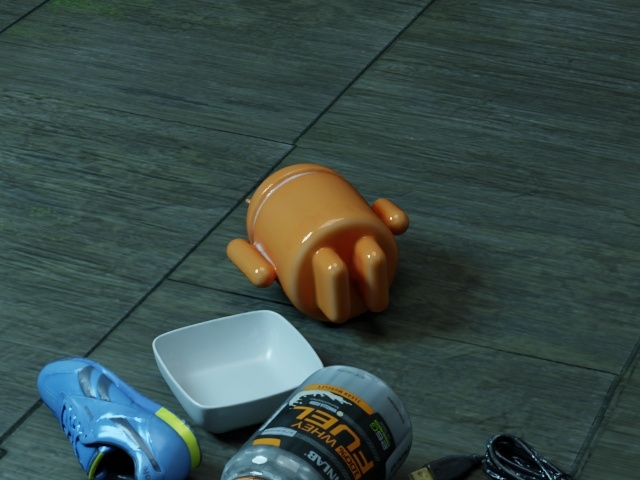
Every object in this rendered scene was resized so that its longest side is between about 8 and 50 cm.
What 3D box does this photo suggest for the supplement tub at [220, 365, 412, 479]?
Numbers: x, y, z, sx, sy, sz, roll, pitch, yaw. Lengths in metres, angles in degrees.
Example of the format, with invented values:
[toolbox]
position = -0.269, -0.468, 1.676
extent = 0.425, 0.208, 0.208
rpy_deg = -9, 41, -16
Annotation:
[supplement tub]
position = -0.009, 0.199, 1.635
extent = 0.117, 0.117, 0.190
rpy_deg = 14, 33, 24

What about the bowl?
[bowl]
position = -0.077, 0.131, 1.817
extent = 0.142, 0.053, 0.142
rpy_deg = -14, 32, -21

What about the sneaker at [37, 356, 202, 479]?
[sneaker]
position = -0.204, 0.169, 1.739
extent = 0.209, 0.069, 0.082
rpy_deg = 26, 43, 38

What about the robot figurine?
[robot figurine]
position = 0.002, 0.000, 1.969
extent = 0.158, 0.128, 0.219
rpy_deg = -47, 36, 6

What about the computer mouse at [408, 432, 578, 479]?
[computer mouse]
position = 0.129, 0.237, 1.622
extent = 0.262, 0.060, 0.184
rpy_deg = -25, 39, -35
